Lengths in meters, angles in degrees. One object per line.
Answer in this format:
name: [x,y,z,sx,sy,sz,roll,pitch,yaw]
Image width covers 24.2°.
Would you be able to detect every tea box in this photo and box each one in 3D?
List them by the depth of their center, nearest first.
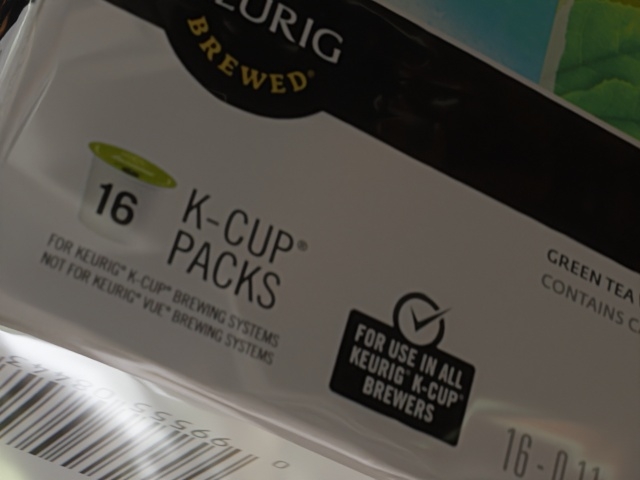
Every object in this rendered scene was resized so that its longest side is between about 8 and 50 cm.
tea box: [0.049,-0.028,0.499,0.220,0.329,0.323,-34,-144,56]
